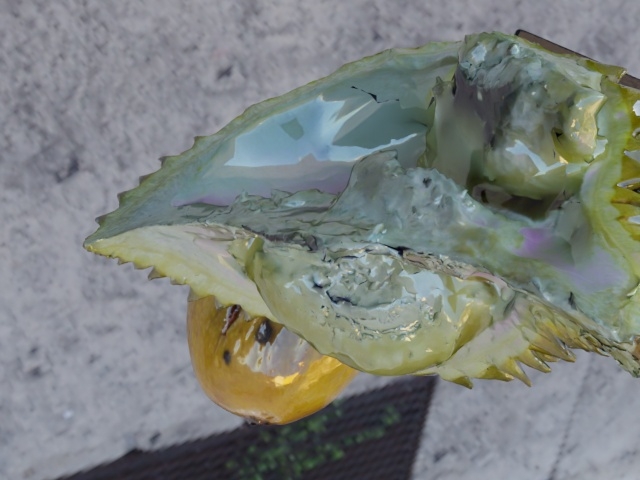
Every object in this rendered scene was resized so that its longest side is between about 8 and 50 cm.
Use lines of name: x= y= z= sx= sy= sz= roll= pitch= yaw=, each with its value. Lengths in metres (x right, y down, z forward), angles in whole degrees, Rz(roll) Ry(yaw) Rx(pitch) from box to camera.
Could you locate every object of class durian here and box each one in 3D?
durian: x=0.048 y=-0.015 z=0.606 sx=0.166 sy=0.306 sz=0.172 roll=10 pitch=95 yaw=-44

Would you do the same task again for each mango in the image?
mango: x=-0.004 y=-0.001 z=1.033 sx=0.120 sy=0.177 sz=0.295 roll=31 pitch=80 yaw=-48

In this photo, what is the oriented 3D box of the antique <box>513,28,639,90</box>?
antique: x=0.201 y=-0.079 z=0.817 sx=0.031 sy=0.192 sz=0.015 roll=103 pitch=12 yaw=-70
